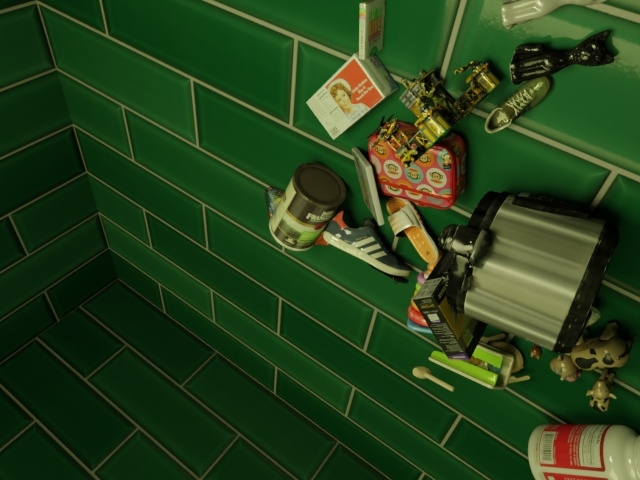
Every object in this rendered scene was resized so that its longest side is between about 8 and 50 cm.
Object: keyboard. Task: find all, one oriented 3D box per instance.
[{"bbox_3d":[0.255,0.134,1.884,0.192,0.100,0.038,32,106,64],"label":"keyboard"}]

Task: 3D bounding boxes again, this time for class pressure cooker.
[{"bbox_3d":[0.523,0.064,1.373,0.420,0.375,0.370,22,139,28],"label":"pressure cooker"}]

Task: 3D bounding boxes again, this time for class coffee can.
[{"bbox_3d":[-0.052,-0.119,1.875,0.201,0.201,0.275,41,137,7],"label":"coffee can"}]

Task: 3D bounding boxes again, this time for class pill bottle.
[{"bbox_3d":[0.931,0.733,1.701,0.229,0.229,0.407,54,142,-9],"label":"pill bottle"}]

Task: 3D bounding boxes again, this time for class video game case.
[{"bbox_3d":[0.157,-0.182,1.688,0.193,0.023,0.213,-111,3,-60],"label":"video game case"}]

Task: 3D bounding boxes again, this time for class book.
[{"bbox_3d":[0.136,-0.580,1.391,0.035,0.096,0.144,23,137,27],"label":"book"}]

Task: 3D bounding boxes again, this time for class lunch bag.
[{"bbox_3d":[0.295,-0.215,1.559,0.293,0.120,0.258,19,138,34],"label":"lunch bag"}]

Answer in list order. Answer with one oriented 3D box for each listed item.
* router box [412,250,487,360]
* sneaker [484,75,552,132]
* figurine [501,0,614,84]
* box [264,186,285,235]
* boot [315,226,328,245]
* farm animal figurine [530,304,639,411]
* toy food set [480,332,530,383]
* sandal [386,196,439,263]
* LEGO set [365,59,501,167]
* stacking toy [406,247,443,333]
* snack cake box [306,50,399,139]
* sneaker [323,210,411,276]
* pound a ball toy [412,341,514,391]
[{"bbox_3d":[0.438,0.184,1.611,0.081,0.309,0.243,-17,111,46],"label":"router box"},{"bbox_3d":[0.490,-0.334,1.283,0.064,0.086,0.192,48,142,-1],"label":"sneaker"},{"bbox_3d":[0.528,-0.474,1.136,0.209,0.092,0.215,-1,122,35],"label":"figurine"},{"bbox_3d":[-0.147,-0.099,2.132,0.159,0.044,0.233,21,136,29],"label":"box"},{"bbox_3d":[0.000,0.000,2.073,0.084,0.059,0.158,43,142,-4],"label":"boot"},{"bbox_3d":[0.802,0.369,1.542,0.330,0.172,0.327,40,142,8],"label":"farm animal figurine"},{"bbox_3d":[0.665,0.416,1.834,0.132,0.038,0.192,-29,91,46],"label":"toy food set"},{"bbox_3d":[0.296,-0.032,1.705,0.265,0.076,0.102,56,142,14],"label":"sandal"},{"bbox_3d":[0.273,-0.359,1.311,0.192,0.331,0.255,47,163,2],"label":"LEGO set"},{"bbox_3d":[0.393,0.166,1.784,0.165,0.175,0.302,7,115,18],"label":"stacking toy"},{"bbox_3d":[0.092,-0.444,1.562,0.152,0.089,0.264,54,142,-6],"label":"snack cake box"},{"bbox_3d":[0.191,0.006,1.855,0.349,0.148,0.131,27,-176,-4],"label":"sneaker"},{"bbox_3d":[0.516,0.454,1.854,0.319,0.135,0.208,16,91,48],"label":"pound a ball toy"}]
